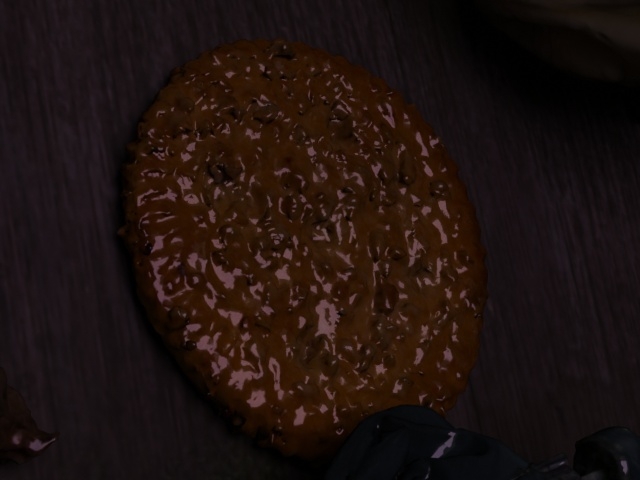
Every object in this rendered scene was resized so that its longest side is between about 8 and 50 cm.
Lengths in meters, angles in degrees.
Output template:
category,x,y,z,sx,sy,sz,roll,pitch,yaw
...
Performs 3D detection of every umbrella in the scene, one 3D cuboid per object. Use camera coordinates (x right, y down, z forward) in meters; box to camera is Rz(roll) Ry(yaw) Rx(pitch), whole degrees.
category,x,y,z,sx,sy,sz,roll,pitch,yaw
umbrella,0.037,0.163,0.799,0.349,0.094,0.143,-15,104,-35

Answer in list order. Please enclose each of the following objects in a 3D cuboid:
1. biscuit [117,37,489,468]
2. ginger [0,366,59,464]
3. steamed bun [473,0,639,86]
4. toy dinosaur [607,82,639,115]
category,x,y,z,sx,sy,sz,roll,pitch,yaw
biscuit,0.000,0.000,0.876,0.254,0.035,0.254,15,63,-32
ginger,-0.220,0.144,0.634,0.290,0.084,0.122,-54,128,-42
steamed bun,0.214,-0.208,1.003,0.275,0.206,0.320,-9,45,-39
toy dinosaur,0.275,-0.176,1.124,0.187,0.087,0.179,-28,91,-42
